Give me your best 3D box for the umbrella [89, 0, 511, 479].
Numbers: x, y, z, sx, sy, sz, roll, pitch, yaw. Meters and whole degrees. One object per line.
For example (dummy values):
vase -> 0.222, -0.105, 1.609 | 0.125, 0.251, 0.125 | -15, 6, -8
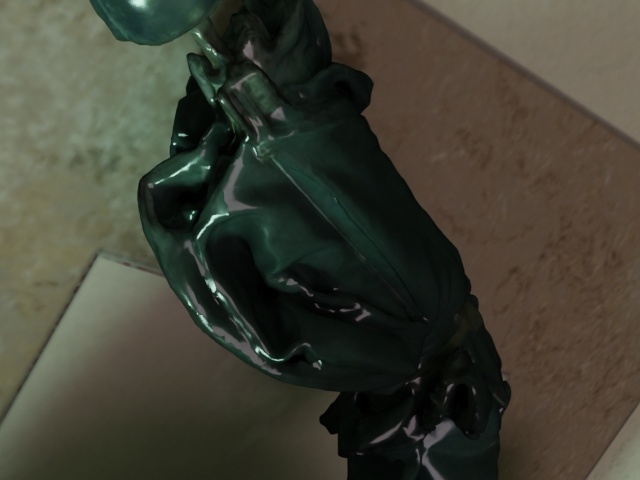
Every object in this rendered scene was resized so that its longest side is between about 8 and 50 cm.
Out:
umbrella -> -0.002, -0.001, 0.513 | 0.094, 0.143, 0.349 | -16, 139, 19
